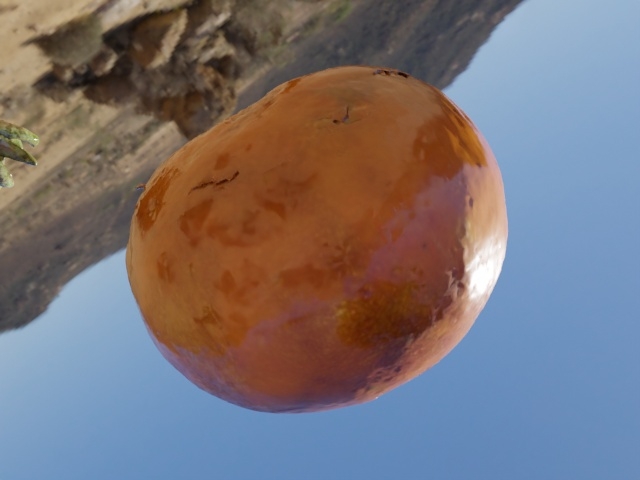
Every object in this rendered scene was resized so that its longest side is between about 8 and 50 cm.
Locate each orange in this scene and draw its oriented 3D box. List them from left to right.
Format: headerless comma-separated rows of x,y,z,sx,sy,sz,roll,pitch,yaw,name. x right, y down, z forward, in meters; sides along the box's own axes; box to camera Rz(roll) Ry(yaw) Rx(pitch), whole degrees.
0.000,0.000,0.640,0.283,0.226,0.284,-27,-171,4,orange

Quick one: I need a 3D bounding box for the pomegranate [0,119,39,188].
-0.448,-0.159,0.935,0.235,0.302,0.236,-15,-126,23,pomegranate
